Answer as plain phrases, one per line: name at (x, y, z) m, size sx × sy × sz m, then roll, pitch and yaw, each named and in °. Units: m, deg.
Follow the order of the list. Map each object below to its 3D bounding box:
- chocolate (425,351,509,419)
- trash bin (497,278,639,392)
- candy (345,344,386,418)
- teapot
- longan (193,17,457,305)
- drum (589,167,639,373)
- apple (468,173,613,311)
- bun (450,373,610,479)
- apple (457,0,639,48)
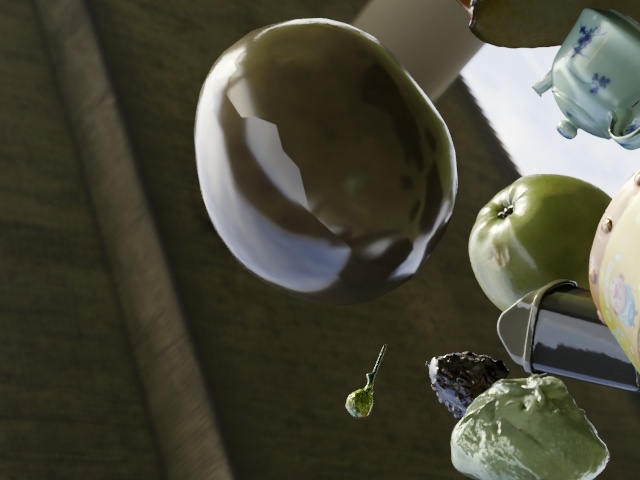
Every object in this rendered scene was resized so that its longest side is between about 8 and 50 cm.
chocolate at (0.283, 0.281, 2.308) m, size 0.133 × 0.156 × 0.156 m, roll 35°, pitch -150°, yaw -32°
trash bin at (0.499, 0.178, 2.118) m, size 0.290 × 0.182 × 0.209 m, roll 14°, pitch -169°, yaw 32°
candy at (0.067, 0.186, 1.516) m, size 0.035 × 0.035 × 0.123 m, roll 25°, pitch -126°, yaw 3°
teapot at (0.331, -0.174, 1.305) m, size 0.159 × 0.159 × 0.232 m, roll 24°, pitch -164°, yaw -27°
longan at (0.000, -0.104, 1.538) m, size 0.336 × 0.404 × 0.404 m, roll -32°, pitch -106°, yaw -25°
drum at (0.599, 0.055, 1.556) m, size 0.431 × 0.431 × 0.214 m, roll 25°, pitch -156°, yaw -27°
apple at (0.513, 0.022, 2.492) m, size 0.357 × 0.357 × 0.357 m, roll 29°, pitch -147°, yaw -21°
bun at (0.275, 0.247, 1.480) m, size 0.204 × 0.213 × 0.126 m, roll -11°, pitch -82°, yaw -39°
apple at (0.302, -0.371, 1.300) m, size 0.328 × 0.365 × 0.295 m, roll 67°, pitch -155°, yaw -12°
